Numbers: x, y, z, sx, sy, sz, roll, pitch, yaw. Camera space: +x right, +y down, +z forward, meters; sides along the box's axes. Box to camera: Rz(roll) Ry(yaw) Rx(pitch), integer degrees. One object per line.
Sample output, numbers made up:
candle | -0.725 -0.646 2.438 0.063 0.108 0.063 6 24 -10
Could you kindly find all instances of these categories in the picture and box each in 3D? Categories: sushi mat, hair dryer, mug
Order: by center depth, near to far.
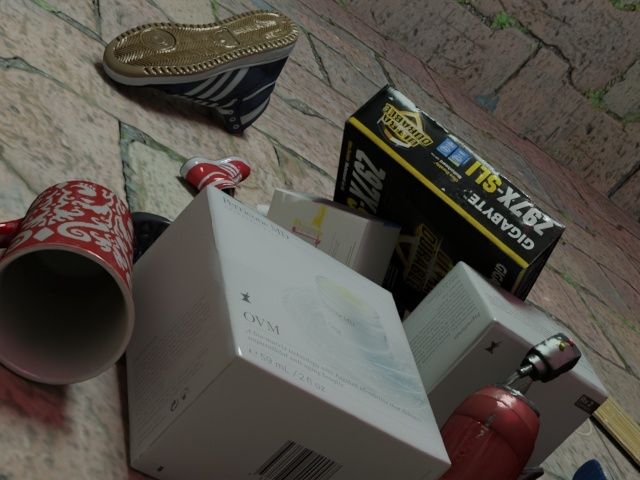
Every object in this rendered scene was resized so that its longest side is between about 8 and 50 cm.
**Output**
mug | -0.210 0.012 0.931 0.150 0.113 0.169 38 15 -18
hair dryer | 0.156 0.227 1.099 0.080 0.223 0.293 26 30 32
sushi mat | 0.449 0.272 1.824 0.316 0.019 0.151 48 20 21

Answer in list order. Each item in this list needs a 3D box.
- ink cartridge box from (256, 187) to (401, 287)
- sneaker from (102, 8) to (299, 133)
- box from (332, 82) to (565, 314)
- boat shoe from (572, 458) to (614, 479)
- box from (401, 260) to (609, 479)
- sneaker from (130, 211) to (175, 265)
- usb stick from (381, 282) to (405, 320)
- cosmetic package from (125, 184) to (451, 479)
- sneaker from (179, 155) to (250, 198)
ink cartridge box | 0.000 0.000 1.358 0.143 0.090 0.092 20 6 28
sneaker | -0.164 -0.210 1.579 0.282 0.153 0.099 -17 58 -34
box | 0.133 -0.007 1.409 0.257 0.079 0.322 43 -20 14
boat shoe | 0.353 0.328 1.427 0.066 0.066 0.183 40 18 -10
box | 0.168 0.153 1.263 0.181 0.182 0.119 32 18 -28
sneaker | -0.111 0.044 1.147 0.235 0.084 0.097 33 -2 -30
usb stick | 0.034 0.090 1.352 0.077 0.045 0.278 36 17 10
cosmetic package | -0.036 0.107 1.000 0.224 0.138 0.224 31 24 -30
sneaker | -0.109 -0.067 1.418 0.067 0.042 0.118 45 26 23
